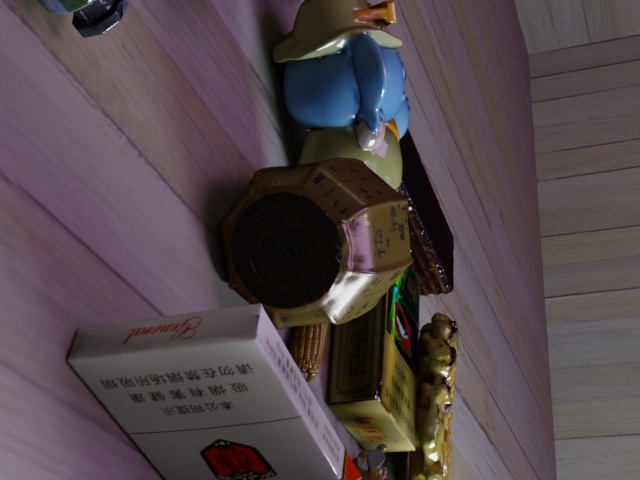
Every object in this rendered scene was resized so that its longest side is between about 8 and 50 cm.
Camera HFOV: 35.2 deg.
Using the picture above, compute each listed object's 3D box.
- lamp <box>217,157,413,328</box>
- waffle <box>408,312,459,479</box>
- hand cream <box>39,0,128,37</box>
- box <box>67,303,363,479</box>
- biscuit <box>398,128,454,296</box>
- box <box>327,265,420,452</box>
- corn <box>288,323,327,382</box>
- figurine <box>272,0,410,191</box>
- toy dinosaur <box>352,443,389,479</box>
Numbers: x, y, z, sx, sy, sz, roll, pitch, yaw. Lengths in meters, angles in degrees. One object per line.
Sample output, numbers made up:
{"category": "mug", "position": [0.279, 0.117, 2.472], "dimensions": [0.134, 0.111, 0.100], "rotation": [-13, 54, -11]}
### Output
{"category": "lamp", "position": [0.000, 0.000, 0.934], "dimensions": [0.185, 0.161, 0.161], "rotation": [-15, 97, -68]}
{"category": "waffle", "position": [0.149, 0.246, 1.350], "dimensions": [0.281, 0.058, 0.301], "rotation": [80, 16, -61]}
{"category": "hand cream", "position": [-0.202, -0.225, 0.599], "dimensions": [0.256, 0.055, 0.088], "rotation": [54, 29, -43]}
{"category": "box", "position": [-0.061, 0.139, 0.720], "dimensions": [0.035, 0.139, 0.245], "rotation": [-82, 157, -43]}
{"category": "biscuit", "position": [0.115, -0.058, 1.421], "dimensions": [0.388, 0.073, 0.107], "rotation": [59, 30, -51]}
{"category": "box", "position": [0.069, 0.117, 1.218], "dimensions": [0.159, 0.071, 0.240], "rotation": [55, 33, -51]}
{"category": "corn", "position": [-0.013, 0.105, 1.033], "dimensions": [0.092, 0.037, 0.037], "rotation": [-75, 151, -50]}
{"category": "figurine", "position": [0.023, -0.143, 1.112], "dimensions": [0.180, 0.154, 0.262], "rotation": [-84, 176, -59]}
{"category": "toy dinosaur", "position": [0.034, 0.300, 1.098], "dimensions": [0.212, 0.057, 0.142], "rotation": [-62, 157, -44]}
